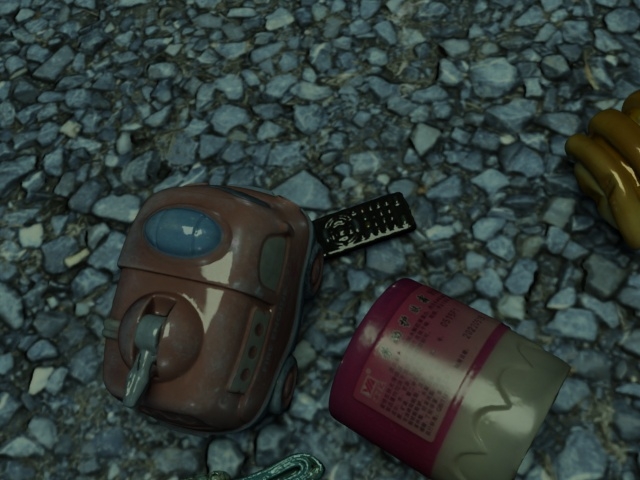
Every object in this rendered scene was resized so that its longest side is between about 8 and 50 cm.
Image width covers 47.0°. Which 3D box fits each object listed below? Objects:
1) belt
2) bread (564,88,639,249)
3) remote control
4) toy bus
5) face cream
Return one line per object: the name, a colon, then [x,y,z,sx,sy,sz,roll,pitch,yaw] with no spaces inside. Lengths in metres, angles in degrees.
belt: [-0.084,0.274,0.806,0.179,0.065,0.100,-27,71,-6]
bread: [0.456,-0.126,0.871,0.311,0.121,0.172,-26,62,-4]
remote control: [0.000,0.000,0.942,0.245,0.025,0.063,-18,62,1]
toy bus: [-0.127,0.064,0.802,0.197,0.232,0.294,12,80,15]
face cream: [0.132,0.154,0.760,0.195,0.175,0.175,26,71,22]
